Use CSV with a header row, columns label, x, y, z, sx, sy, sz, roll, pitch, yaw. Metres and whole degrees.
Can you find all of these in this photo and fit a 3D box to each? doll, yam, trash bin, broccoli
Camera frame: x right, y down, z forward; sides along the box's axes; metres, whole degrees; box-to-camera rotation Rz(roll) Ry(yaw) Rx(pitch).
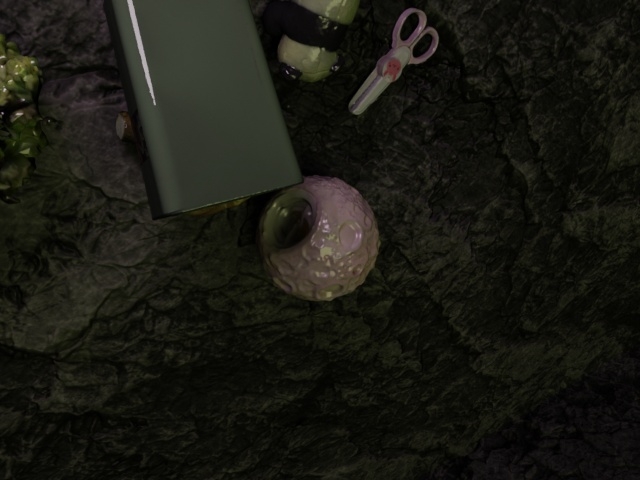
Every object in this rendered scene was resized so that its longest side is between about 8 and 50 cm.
label,x,y,z,sx,sy,sz,roll,pitch,yaw
doll,-0.009,-0.388,1.120,0.143,0.135,0.234,4,123,-35
yam,-0.245,-0.180,1.162,0.252,0.061,0.061,7,118,-39
trash bin,-0.189,-0.222,1.001,0.222,0.158,0.344,-17,94,-22
broccoli,-0.501,-0.171,0.832,0.293,0.281,0.348,-26,133,-16

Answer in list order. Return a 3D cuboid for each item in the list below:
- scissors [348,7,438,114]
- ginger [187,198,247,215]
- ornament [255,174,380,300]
label,x,y,z,sx,sy,sz,roll,pitch,yaw
scissors,0.141,-0.353,1.318,0.242,0.030,0.118,-48,134,2
ginger,-0.220,-0.094,1.163,0.216,0.157,0.102,12,91,-74
ornament,0.000,0.000,1.325,0.259,0.259,0.225,-49,140,6
